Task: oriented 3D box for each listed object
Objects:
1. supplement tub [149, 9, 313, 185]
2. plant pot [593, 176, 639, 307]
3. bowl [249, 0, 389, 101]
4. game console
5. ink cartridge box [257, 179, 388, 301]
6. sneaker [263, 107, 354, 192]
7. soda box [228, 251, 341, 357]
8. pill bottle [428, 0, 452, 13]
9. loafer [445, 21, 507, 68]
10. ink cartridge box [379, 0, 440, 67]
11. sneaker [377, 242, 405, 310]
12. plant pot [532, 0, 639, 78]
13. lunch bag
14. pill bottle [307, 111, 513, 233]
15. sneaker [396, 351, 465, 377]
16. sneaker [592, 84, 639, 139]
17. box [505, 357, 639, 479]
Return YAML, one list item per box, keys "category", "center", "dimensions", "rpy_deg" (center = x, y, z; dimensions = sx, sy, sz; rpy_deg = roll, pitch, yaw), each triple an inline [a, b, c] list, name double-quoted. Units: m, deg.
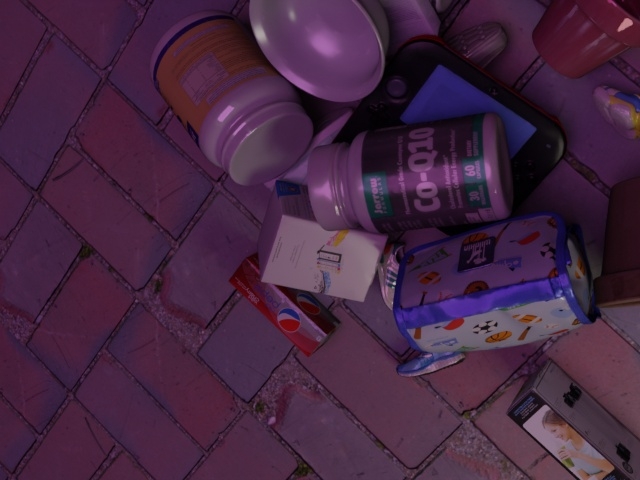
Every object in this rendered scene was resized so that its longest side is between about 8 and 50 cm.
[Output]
- category: "supplement tub"
  center: [-0.187, -0.301, 1.903]
  dimensions: [0.241, 0.241, 0.331]
  rpy_deg: [-51, 61, 26]
- category: "plant pot"
  center: [0.624, 0.000, 1.657]
  dimensions: [0.263, 0.263, 0.229]
  rpy_deg: [-10, 81, 27]
- category: "bowl"
  center: [0.021, -0.425, 1.733]
  dimensions: [0.298, 0.134, 0.297]
  rpy_deg: [25, 147, 18]
- category: "game console"
  center: [0.253, -0.190, 1.794]
  dimensions: [0.387, 0.060, 0.342]
  rpy_deg: [33, 120, -6]
- category: "ink cartridge box"
  center: [0.000, 0.000, 1.918]
  dimensions: [0.233, 0.171, 0.168]
  rpy_deg: [12, 117, -14]
- category: "sneaker"
  center: [0.012, -0.169, 1.985]
  dimensions: [0.256, 0.094, 0.151]
  rpy_deg: [-43, 109, 13]
- category: "soda box"
  center: [-0.083, 0.144, 2.093]
  dimensions: [0.263, 0.092, 0.083]
  rpy_deg: [43, 118, 10]
- category: "pill bottle"
  center: [0.150, -0.550, 1.787]
  dimensions: [0.246, 0.130, 0.130]
  rpy_deg: [24, 112, 18]
- category: "loafer"
  center: [0.252, -0.317, 1.824]
  dimensions: [0.319, 0.112, 0.111]
  rpy_deg: [-35, 120, 26]
- category: "ink cartridge box"
  center: [0.124, -0.441, 1.787]
  dimensions: [0.223, 0.045, 0.224]
  rpy_deg: [-1, 132, 44]
- category: "sneaker"
  center: [0.172, 0.081, 1.977]
  dimensions: [0.075, 0.057, 0.161]
  rpy_deg: [-10, 95, 33]
- category: "plant pot"
  center: [0.495, -0.401, 1.640]
  dimensions: [0.201, 0.201, 0.180]
  rpy_deg: [49, 133, 7]
- category: "lunch bag"
  center: [0.336, 0.088, 1.693]
  dimensions: [0.328, 0.385, 0.238]
  rpy_deg: [-15, 87, 22]
- category: "pill bottle"
  center: [0.172, -0.120, 1.711]
  dimensions: [0.361, 0.204, 0.204]
  rpy_deg: [-7, 100, 20]
- category: "sneaker"
  center: [0.241, 0.258, 2.000]
  dimensions: [0.162, 0.063, 0.073]
  rpy_deg: [-24, 75, 24]
- category: "sneaker"
  center: [0.632, -0.236, 1.681]
  dimensions: [0.126, 0.091, 0.240]
  rpy_deg: [-44, 70, -3]
- category: "box"
  center: [0.530, 0.393, 1.829]
  dimensions: [0.290, 0.169, 0.087]
  rpy_deg: [43, 119, 8]
